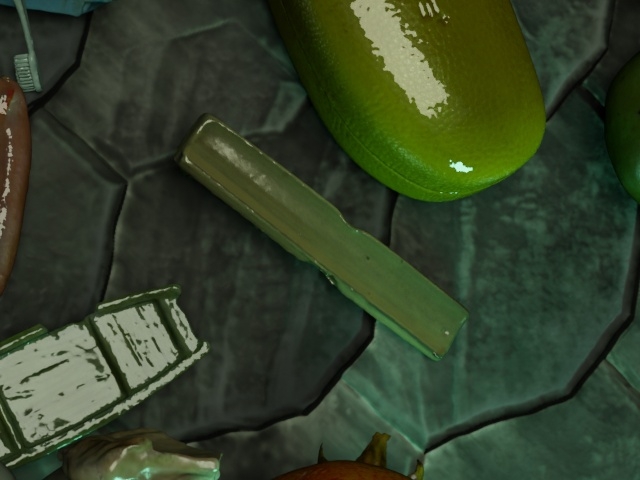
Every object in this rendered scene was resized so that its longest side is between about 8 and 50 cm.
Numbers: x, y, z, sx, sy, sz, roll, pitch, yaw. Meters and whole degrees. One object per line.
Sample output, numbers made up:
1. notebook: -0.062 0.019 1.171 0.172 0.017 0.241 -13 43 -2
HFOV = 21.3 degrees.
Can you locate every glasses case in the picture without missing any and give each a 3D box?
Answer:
1. glasses case: 0.052 -0.211 1.382 0.173 0.141 0.371 -20 86 -17

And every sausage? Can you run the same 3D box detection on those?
1. sausage: -0.252 -0.041 1.321 0.047 0.040 0.176 7 78 -8

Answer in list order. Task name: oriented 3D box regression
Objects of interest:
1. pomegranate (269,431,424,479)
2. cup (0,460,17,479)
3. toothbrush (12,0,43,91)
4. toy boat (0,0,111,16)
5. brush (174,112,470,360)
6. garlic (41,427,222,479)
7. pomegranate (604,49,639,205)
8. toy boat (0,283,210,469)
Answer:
1. pomegranate: 0.020 0.258 1.257 0.221 0.221 0.256 27 47 -9
2. cup: -0.316 0.266 1.137 0.227 0.257 0.301 39 74 -8
3. toothbrush: -0.240 -0.207 1.295 0.019 0.016 0.219 -6 127 -1
4. toy boat: -0.255 -0.246 1.346 0.215 0.088 0.102 10 43 -12
5. brush: 0.000 0.000 1.383 0.282 0.048 0.054 37 76 -14
6. garlic: -0.145 0.276 1.173 0.132 0.279 0.325 1 97 -31
7. pomegranate: 0.332 -0.103 1.398 0.181 0.224 0.181 1 82 -7
8. toy boat: -0.228 0.121 1.292 0.293 0.055 0.093 -26 89 -19
